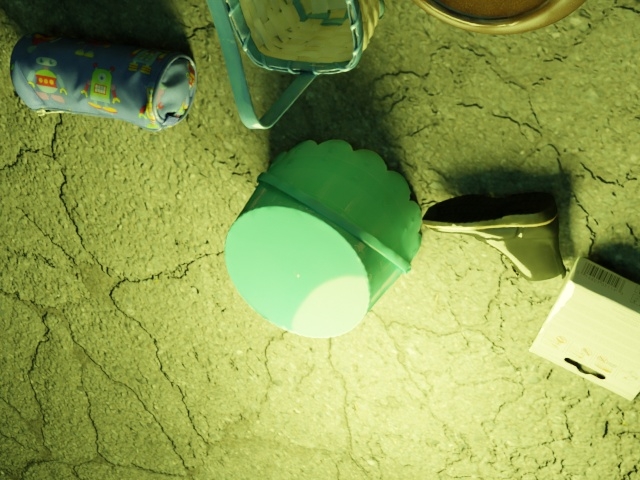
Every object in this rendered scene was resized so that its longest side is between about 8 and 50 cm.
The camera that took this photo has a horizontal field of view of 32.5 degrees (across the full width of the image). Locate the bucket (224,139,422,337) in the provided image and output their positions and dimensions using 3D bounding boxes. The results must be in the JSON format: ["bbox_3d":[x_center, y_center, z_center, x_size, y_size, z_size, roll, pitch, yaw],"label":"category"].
[{"bbox_3d":[0.000,0.000,1.671,0.281,0.183,0.281,14,129,18],"label":"bucket"}]

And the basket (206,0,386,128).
[{"bbox_3d":[-0.046,-0.309,1.399,0.201,0.289,0.254,3,123,28],"label":"basket"}]

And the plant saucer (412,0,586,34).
[{"bbox_3d":[0.203,-0.377,1.343,0.311,0.050,0.310,14,135,15],"label":"plant saucer"}]

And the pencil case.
[{"bbox_3d":[-0.346,-0.249,1.729,0.306,0.119,0.133,11,98,23],"label":"pencil case"}]

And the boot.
[{"bbox_3d":[0.256,0.006,1.609,0.198,0.077,0.137,1,128,31],"label":"boot"}]

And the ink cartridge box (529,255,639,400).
[{"bbox_3d":[0.427,0.136,1.632,0.181,0.056,0.224,27,150,10],"label":"ink cartridge box"}]
